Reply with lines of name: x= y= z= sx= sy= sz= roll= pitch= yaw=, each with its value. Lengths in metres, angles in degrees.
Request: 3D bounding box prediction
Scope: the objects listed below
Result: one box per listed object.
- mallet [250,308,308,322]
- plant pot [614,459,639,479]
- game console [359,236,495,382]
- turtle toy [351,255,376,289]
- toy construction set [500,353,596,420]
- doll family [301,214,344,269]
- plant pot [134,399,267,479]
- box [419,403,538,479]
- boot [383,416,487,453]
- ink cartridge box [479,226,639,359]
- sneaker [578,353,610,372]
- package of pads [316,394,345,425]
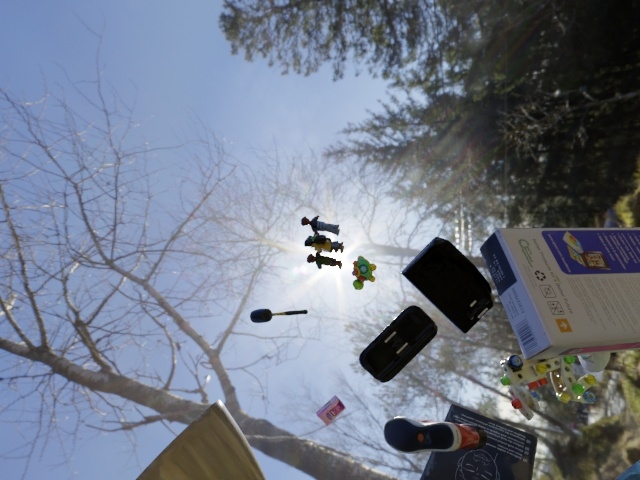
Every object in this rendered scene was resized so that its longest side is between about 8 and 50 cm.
mallet: x=-0.104 y=0.208 z=1.165 sx=0.190 sy=0.062 sz=0.039 roll=2 pitch=-103 yaw=-38
plant pot: x=0.715 y=0.610 z=0.788 sx=0.293 sy=0.235 sz=0.293 roll=-8 pitch=-66 yaw=-19
game console: x=0.233 y=0.182 z=0.981 sx=0.361 sy=0.213 sz=0.044 roll=-45 pitch=6 yaw=2
turtle toy: x=0.149 y=0.121 z=1.493 sx=0.066 sy=0.095 sz=0.130 roll=-14 pitch=-60 yaw=-31
toy construction set: x=0.726 y=0.466 z=1.347 sx=0.151 sy=0.328 sz=0.215 roll=116 pitch=140 yaw=-53
doll family: x=0.000 y=0.000 z=1.099 sx=0.193 sy=0.111 sz=0.076 roll=-102 pitch=24 yaw=-60
plant pot: x=-0.231 y=0.554 z=0.917 sx=0.256 sy=0.274 sz=0.256 roll=-45 pitch=-9 yaw=-9
box: x=0.503 y=0.784 z=1.326 sx=0.395 sy=0.294 sz=0.211 roll=-33 pitch=-50 yaw=-51
boot: x=0.305 y=0.522 z=1.096 sx=0.176 sy=0.244 sz=0.088 roll=20 pitch=-118 yaw=-36
ink cartridge box: x=0.434 y=0.065 z=0.595 sx=0.069 sy=0.371 sz=0.175 roll=105 pitch=159 yaw=-54
sneaker: x=0.681 y=0.276 z=1.043 sx=0.094 sy=0.080 sz=0.212 roll=-42 pitch=-53 yaw=-31
package of pads: x=0.033 y=0.525 z=1.266 sx=0.083 sy=0.032 sz=0.050 roll=-40 pitch=-69 yaw=-7
